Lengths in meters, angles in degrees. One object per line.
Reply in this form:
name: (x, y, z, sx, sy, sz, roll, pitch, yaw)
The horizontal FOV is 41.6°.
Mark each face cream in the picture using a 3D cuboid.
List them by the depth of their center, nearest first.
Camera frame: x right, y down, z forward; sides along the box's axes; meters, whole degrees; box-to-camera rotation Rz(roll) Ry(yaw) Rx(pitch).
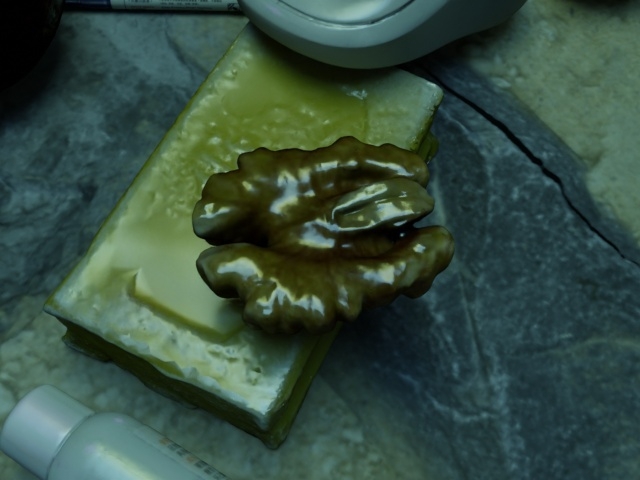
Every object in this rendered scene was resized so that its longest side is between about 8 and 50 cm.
face cream: (-0.098, 0.186, 0.567, 0.269, 0.082, 0.082, 28, 66, 12)

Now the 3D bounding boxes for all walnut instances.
walnut: (0.000, 0.000, 0.571, 0.170, 0.069, 0.143, -9, 63, -8)

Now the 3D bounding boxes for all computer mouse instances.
computer mouse: (0.070, -0.243, 0.711, 0.296, 0.121, 0.184, -20, 53, -37)

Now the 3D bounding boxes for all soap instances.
soap: (-0.046, -0.021, 0.666, 0.199, 0.091, 0.315, 26, 67, 10)

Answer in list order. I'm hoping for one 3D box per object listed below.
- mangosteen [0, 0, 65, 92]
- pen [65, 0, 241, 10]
mangosteen: (-0.327, -0.215, 0.702, 0.216, 0.216, 0.216, 1, 64, -1)
pen: (-0.157, -0.232, 0.800, 0.204, 0.025, 0.025, 1, 64, -1)
